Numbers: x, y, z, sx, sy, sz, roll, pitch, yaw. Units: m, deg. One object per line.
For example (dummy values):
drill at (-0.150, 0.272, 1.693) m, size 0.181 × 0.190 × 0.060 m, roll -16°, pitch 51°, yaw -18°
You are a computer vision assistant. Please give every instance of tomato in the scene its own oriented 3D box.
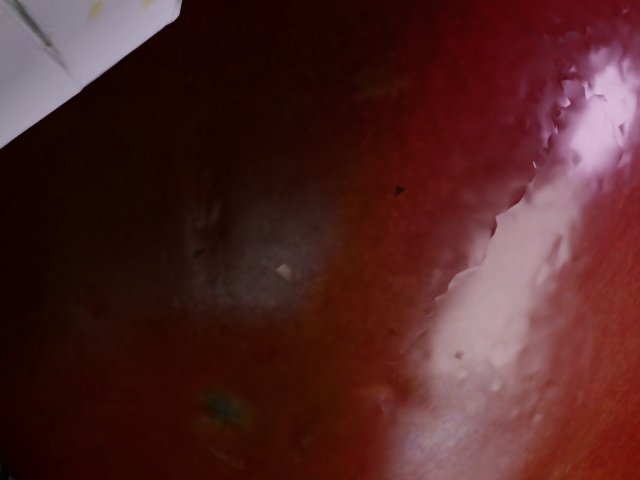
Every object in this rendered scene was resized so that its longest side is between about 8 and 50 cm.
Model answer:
tomato at (0.000, 0.000, 0.592) m, size 0.226 × 0.299 × 0.298 m, roll -66°, pitch 177°, yaw -56°

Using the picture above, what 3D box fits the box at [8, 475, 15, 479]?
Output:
box at (-0.098, 0.122, 0.869) m, size 0.109 × 0.029 × 0.198 m, roll 2°, pitch 126°, yaw -33°

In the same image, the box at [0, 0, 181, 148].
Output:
box at (-0.158, -0.043, 0.352) m, size 0.243 × 0.155 × 0.067 m, roll -44°, pitch 159°, yaw -34°
